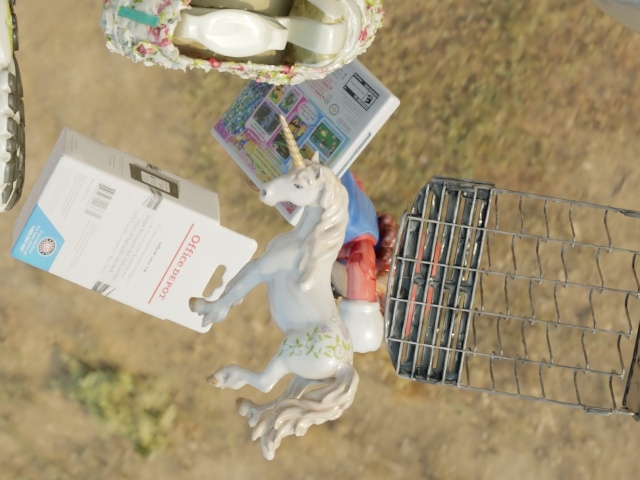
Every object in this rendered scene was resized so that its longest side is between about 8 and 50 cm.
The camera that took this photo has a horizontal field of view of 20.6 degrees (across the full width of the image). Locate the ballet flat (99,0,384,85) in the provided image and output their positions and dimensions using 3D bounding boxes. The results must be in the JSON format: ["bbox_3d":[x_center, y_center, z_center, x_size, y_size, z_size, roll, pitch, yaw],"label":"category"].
[{"bbox_3d":[-0.035,-0.140,1.167,0.077,0.241,0.091,26,115,45],"label":"ballet flat"}]

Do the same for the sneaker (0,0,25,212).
[{"bbox_3d":[-0.243,-0.148,1.058,0.118,0.279,0.107,-4,166,-8],"label":"sneaker"}]

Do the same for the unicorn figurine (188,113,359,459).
[{"bbox_3d":[-0.019,0.029,0.966,0.111,0.060,0.162,-29,79,24],"label":"unicorn figurine"}]

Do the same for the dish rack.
[{"bbox_3d":[0.194,0.047,1.532,0.271,0.074,0.208,9,103,0],"label":"dish rack"}]

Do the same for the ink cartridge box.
[{"bbox_3d":[-0.154,-0.006,1.463,0.180,0.060,0.104,24,112,-18],"label":"ink cartridge box"}]

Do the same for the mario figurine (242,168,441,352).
[{"bbox_3d":[0.000,0.000,1.870,0.170,0.198,0.320,1,140,41],"label":"mario figurine"}]

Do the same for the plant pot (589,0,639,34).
[{"bbox_3d":[0.339,-0.257,1.416,0.284,0.284,0.191,-7,147,31],"label":"plant pot"}]

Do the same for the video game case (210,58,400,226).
[{"bbox_3d":[-0.017,-0.109,1.562,0.019,0.157,0.143,27,106,-46],"label":"video game case"}]
